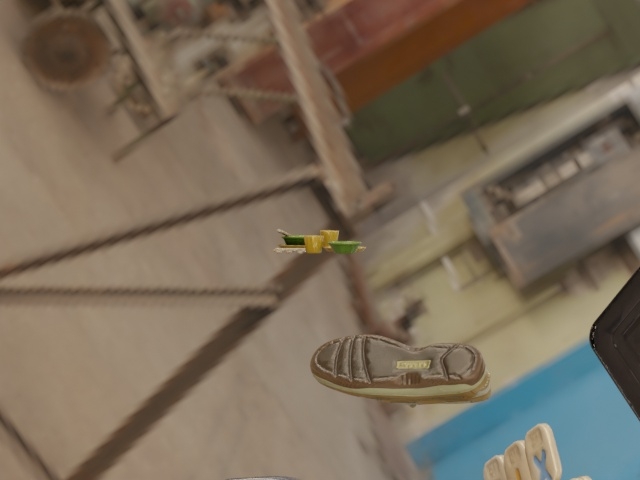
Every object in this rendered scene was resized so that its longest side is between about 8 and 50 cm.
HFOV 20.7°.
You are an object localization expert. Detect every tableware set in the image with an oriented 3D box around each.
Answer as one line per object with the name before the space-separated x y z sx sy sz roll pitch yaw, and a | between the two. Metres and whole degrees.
tableware set | 0.000 0.000 1.982 0.154 0.104 0.024 -55 146 -87

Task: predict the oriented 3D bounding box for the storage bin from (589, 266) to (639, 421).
storage bin | 0.379 0.124 1.840 0.084 0.122 0.180 14 33 -36

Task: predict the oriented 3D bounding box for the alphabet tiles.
alphabet tiles | 0.221 0.337 1.755 0.284 0.021 0.278 128 -46 -61

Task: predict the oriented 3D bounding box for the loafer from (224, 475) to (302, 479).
loafer | -0.146 0.301 1.719 0.095 0.302 0.109 -82 157 -54

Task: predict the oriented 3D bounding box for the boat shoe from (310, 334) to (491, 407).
boat shoe | 0.082 0.144 1.780 0.068 0.190 0.072 -66 147 -32
